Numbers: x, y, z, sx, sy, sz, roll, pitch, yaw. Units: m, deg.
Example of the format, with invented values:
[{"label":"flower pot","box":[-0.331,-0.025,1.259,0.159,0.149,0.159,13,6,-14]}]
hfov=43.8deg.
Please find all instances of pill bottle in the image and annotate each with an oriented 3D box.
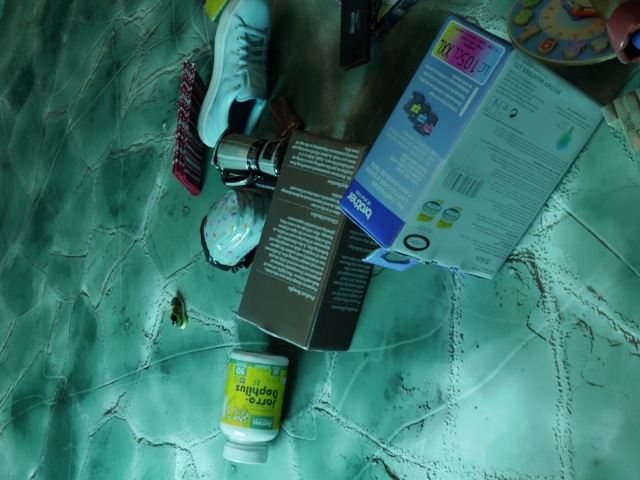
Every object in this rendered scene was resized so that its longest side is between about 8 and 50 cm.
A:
[{"label":"pill bottle","box":[-0.133,0.324,1.562,0.118,0.118,0.208,3,82,44]}]

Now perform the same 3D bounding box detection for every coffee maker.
[{"label":"coffee maker","box":[-0.103,-0.157,1.632,0.178,0.171,0.120,14,94,34]}]

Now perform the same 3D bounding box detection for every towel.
[{"label":"towel","box":[-0.293,-0.251,1.832,0.031,0.199,0.274,3,80,4]}]

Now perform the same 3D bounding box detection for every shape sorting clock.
[{"label":"shape sorting clock","box":[0.389,-0.341,1.210,0.206,0.040,0.206,-7,49,8]}]

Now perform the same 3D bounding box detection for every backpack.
[{"label":"backpack","box":[-0.177,-0.030,1.688,0.182,0.115,0.151,-35,61,41]}]

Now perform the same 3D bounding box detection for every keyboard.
[{"label":"keyboard","box":[0.081,-0.426,1.546,0.108,0.023,0.180,-12,73,48]}]

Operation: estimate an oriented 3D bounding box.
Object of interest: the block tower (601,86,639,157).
[{"label":"block tower","box":[0.554,-0.214,1.049,0.335,0.091,0.097,-31,60,36]}]

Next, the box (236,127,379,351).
[{"label":"box","box":[0.000,0.000,1.492,0.191,0.143,0.381,20,93,39]}]

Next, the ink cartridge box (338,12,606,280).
[{"label":"ink cartridge box","box":[0.216,-0.102,1.221,0.151,0.270,0.395,45,111,44]}]

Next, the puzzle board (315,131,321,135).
[{"label":"puzzle board","box":[-0.012,-0.147,1.635,0.096,0.011,0.128,-42,53,30]}]

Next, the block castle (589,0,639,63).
[{"label":"block castle","box":[0.509,-0.439,0.974,0.453,0.303,0.212,-37,54,22]}]

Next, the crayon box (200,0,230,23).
[{"label":"crayon box","box":[-0.188,-0.726,1.880,0.313,0.106,0.363,-45,53,26]}]

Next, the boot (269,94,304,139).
[{"label":"boot","box":[-0.093,-0.250,1.719,0.106,0.037,0.114,-41,57,13]}]

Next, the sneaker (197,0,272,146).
[{"label":"sneaker","box":[-0.156,-0.365,1.752,0.150,0.135,0.365,30,112,43]}]

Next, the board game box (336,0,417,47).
[{"label":"board game box","box":[0.099,-0.528,1.598,0.165,0.042,0.243,-42,55,29]}]

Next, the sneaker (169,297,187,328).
[{"label":"sneaker","box":[-0.336,0.166,1.853,0.031,0.035,0.083,-44,53,27]}]
